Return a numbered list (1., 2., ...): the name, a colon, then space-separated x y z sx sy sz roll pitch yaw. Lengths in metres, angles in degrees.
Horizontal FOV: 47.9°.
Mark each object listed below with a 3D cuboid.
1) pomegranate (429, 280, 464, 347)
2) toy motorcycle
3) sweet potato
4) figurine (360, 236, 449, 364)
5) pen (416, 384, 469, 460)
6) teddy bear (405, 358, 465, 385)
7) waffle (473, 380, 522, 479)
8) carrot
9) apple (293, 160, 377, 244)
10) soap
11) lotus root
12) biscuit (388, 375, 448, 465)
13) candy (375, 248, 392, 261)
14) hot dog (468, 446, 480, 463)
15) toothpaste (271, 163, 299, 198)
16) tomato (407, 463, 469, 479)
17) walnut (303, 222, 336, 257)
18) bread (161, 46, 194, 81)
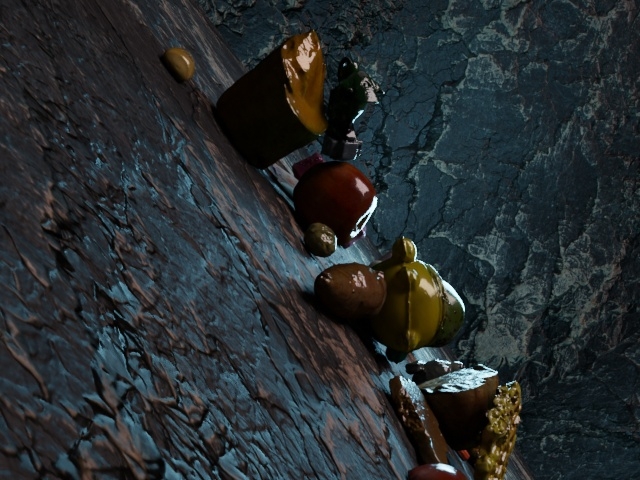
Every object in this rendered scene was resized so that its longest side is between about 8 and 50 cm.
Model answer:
1. pomegranate: 0.356 0.241 2.438 0.254 0.254 0.270 55 -4 0
2. toy motorcycle: 0.076 -0.333 1.892 0.125 0.274 0.187 -3 25 -28
3. sweet potato: 0.063 0.104 1.498 0.131 0.131 0.337 57 7 12
4. figurine: 0.191 0.151 1.771 0.340 0.232 0.323 -166 -104 -88
5. pen: 0.306 0.467 1.839 0.239 0.028 0.028 54 7 -8
6. teddy bear: 0.340 0.399 1.927 0.251 0.144 0.171 41 23 -57
7. waffle: 0.392 0.464 1.602 0.060 0.307 0.312 10 -4 22
8. carrot: -0.101 -0.340 1.822 0.241 0.341 0.241 46 24 -28
9. apple: 0.036 -0.109 1.983 0.230 0.230 0.230 54 7 -10
10. soap: 0.040 -0.129 2.445 0.325 0.127 0.220 52 8 -31
11. lotus root: 0.341 0.407 1.702 0.199 0.188 0.179 158 -81 -75
12. biscuit: 0.207 0.385 1.496 0.183 0.047 0.319 49 9 -24
13. candy: 0.200 0.129 2.093 0.137 0.195 0.185 52 10 16
14. hot dog: 0.440 0.576 2.069 0.250 0.076 0.104 -19 93 -79
15. toothpaste: -0.049 -0.130 2.135 0.323 0.066 0.100 40 20 -48
16. tomato: 0.237 0.462 1.196 0.225 0.085 0.225 54 4 -5
17. walnut: 0.000 0.000 1.778 0.092 0.092 0.092 54 7 -10
18. bread: -0.317 -0.406 1.640 0.082 0.056 0.115 54 7 -12
